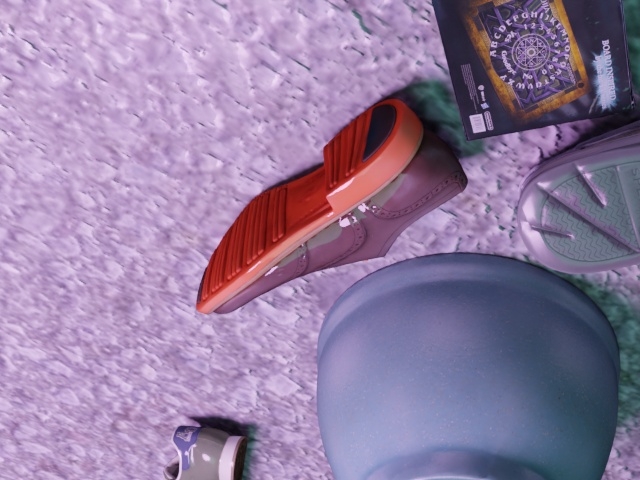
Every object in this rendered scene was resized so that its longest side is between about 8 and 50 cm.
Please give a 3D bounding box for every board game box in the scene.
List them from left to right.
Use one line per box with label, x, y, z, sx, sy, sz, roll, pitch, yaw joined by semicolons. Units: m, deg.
board game box;0.143;-0.159;0.630;0.126;0.026;0.186;-8;129;17

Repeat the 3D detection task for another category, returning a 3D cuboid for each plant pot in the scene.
plant pot;0.129;0.185;0.826;0.293;0.196;0.293;5;132;5

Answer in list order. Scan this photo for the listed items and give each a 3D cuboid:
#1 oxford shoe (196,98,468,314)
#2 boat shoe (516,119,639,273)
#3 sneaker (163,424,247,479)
oxford shoe;0.000;0.000;0.756;0.098;0.097;0.271;35;128;-27
boat shoe;0.301;-0.056;0.657;0.320;0.103;0.118;-15;108;16
sneaker;-0.138;0.276;1.053;0.086;0.064;0.192;17;132;6
